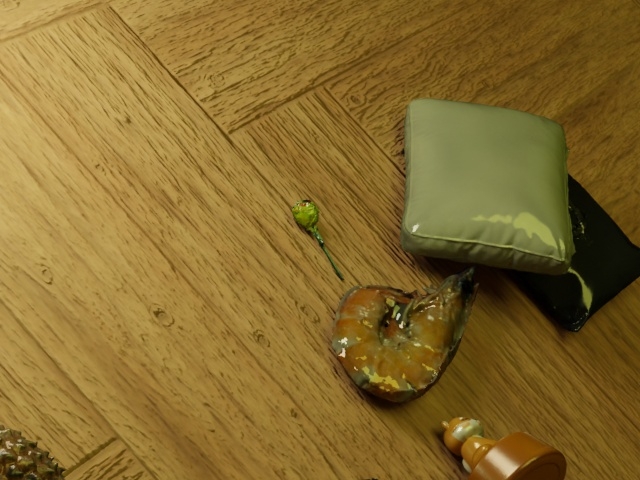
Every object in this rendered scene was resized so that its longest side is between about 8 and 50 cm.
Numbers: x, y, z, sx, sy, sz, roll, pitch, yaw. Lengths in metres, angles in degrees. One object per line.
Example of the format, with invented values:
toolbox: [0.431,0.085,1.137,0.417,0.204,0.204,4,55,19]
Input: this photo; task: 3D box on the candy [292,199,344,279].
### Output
candy: [0.000,0.000,2.051,0.035,0.035,0.123,-27,81,-5]

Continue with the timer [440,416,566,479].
timer: [0.211,0.273,1.922,0.132,0.132,0.152,-5,36,-43]

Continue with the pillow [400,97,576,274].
pillow: [0.242,-0.082,2.224,0.255,0.120,0.322,9,43,-1]

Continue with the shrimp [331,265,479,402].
shrimp: [0.115,0.102,2.027,0.164,0.062,0.317,41,41,3]

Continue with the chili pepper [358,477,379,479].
chili pepper: [0.050,0.381,1.584,0.257,0.248,0.233,48,11,15]

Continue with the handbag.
handbag: [0.377,0.010,2.313,0.211,0.089,0.254,46,46,12]

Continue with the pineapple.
pineapple: [-0.231,0.283,1.508,0.277,0.130,0.119,31,52,-17]
